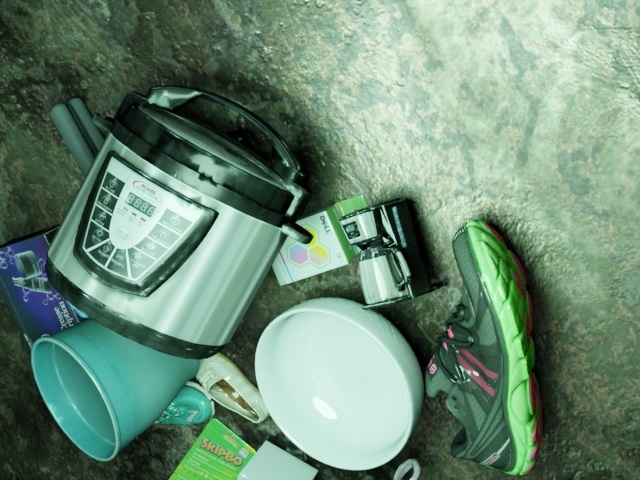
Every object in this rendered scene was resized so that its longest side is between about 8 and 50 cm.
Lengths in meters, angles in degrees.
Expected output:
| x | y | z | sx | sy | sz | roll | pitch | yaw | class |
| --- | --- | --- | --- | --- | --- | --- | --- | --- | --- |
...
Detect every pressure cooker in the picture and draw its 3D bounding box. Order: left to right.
| x | y | z | sx | sy | sz | roll | pitch | yaw | class |
| --- | --- | --- | --- | --- | --- | --- | --- | --- | --- |
| -0.242 | -0.053 | 1.616 | 0.420 | 0.370 | 0.375 | -60 | 36 | 6 | pressure cooker |

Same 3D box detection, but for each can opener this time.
| x | y | z | sx | sy | sz | roll | pitch | yaw | class |
| --- | --- | --- | --- | --- | --- | --- | --- | --- | --- |
| -0.430 | -0.158 | 1.820 | 0.095 | 0.076 | 0.283 | -28 | 92 | 52 | can opener |

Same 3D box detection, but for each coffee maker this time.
| x | y | z | sx | sy | sz | roll | pitch | yaw | class |
| --- | --- | --- | --- | --- | --- | --- | --- | --- | --- |
| 0.126 | 0.020 | 1.651 | 0.120 | 0.171 | 0.178 | -15 | 89 | 33 | coffee maker |

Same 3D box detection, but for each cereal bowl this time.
| x | y | z | sx | sy | sz | roll | pitch | yaw | class |
| --- | --- | --- | --- | --- | --- | --- | --- | --- | --- |
| 0.052 | 0.255 | 1.743 | 0.339 | 0.141 | 0.339 | 14 | 116 | 30 | cereal bowl |

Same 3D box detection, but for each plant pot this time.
| x | y | z | sx | sy | sz | roll | pitch | yaw | class |
| --- | --- | --- | --- | --- | --- | --- | --- | --- | --- |
| -0.394 | 0.256 | 1.854 | 0.271 | 0.255 | 0.272 | 26 | 132 | 34 | plant pot |

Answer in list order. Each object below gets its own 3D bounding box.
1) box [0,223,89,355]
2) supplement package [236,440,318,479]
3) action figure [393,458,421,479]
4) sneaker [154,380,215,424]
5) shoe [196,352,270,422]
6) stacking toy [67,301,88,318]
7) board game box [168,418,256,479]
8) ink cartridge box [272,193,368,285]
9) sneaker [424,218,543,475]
| x | y | z | sx | sy | sz | roll | pitch | yaw | class |
| --- | --- | --- | --- | --- | --- | --- | --- | --- | --- |
| -0.579 | 0.110 | 1.989 | 0.184 | 0.103 | 0.261 | -15 | 103 | 29 | box |
| -0.123 | 0.575 | 1.951 | 0.139 | 0.134 | 0.244 | 28 | 117 | 11 | supplement package |
| 0.024 | 0.596 | 1.782 | 0.370 | 0.248 | 0.276 | -5 | 101 | 13 | action figure |
| -0.353 | 0.368 | 1.984 | 0.275 | 0.110 | 0.107 | -7 | 106 | 24 | sneaker |
| -0.195 | 0.302 | 1.923 | 0.219 | 0.058 | 0.076 | 37 | 118 | 6 | shoe |
| -0.369 | 0.030 | 1.862 | 0.302 | 0.166 | 0.175 | -20 | 91 | 12 | stacking toy |
| -0.242 | 0.503 | 2.031 | 0.124 | 0.039 | 0.259 | 38 | 121 | 5 | board game box |
| 0.000 | 0.000 | 1.730 | 0.209 | 0.062 | 0.109 | -18 | 100 | 26 | ink cartridge box |
| 0.274 | 0.202 | 1.625 | 0.202 | 0.185 | 0.483 | -3 | 107 | 19 | sneaker |
